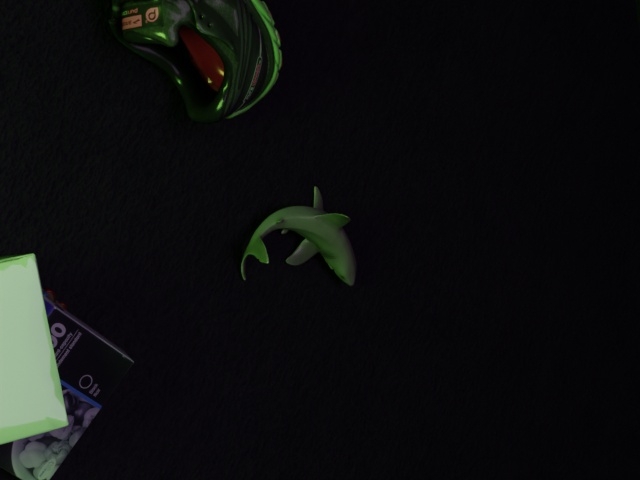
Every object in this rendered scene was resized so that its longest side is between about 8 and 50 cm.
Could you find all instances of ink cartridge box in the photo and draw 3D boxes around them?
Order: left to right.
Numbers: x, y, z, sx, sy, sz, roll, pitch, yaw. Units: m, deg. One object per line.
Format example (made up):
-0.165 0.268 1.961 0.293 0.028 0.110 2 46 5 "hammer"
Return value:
-0.369 0.180 1.580 0.208 0.045 0.206 41 80 -37 "ink cartridge box"

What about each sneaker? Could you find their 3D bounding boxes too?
-0.215 -0.376 1.777 0.483 0.185 0.202 58 43 -25 "sneaker"

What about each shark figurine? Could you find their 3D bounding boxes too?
-0.016 -0.019 2.011 0.278 0.116 0.166 7 79 -50 "shark figurine"

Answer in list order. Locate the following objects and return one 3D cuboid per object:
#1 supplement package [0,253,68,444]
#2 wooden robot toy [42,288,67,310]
-0.445 0.139 1.417 0.261 0.145 0.204 -12 94 -27 "supplement package"
-0.361 0.119 1.653 0.079 0.076 0.173 -39 119 -5 "wooden robot toy"
